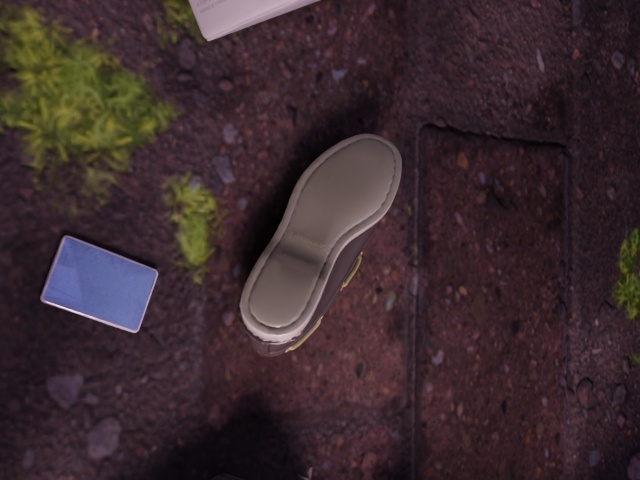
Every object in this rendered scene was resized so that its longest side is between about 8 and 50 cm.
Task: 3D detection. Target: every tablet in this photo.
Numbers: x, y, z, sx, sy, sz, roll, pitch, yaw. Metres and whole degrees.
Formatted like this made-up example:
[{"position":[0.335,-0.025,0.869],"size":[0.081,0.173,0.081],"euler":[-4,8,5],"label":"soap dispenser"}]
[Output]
[{"position":[-0.171,0.035,0.650],"size":[0.083,0.006,0.054],"euler":[25,75,-31],"label":"tablet"}]

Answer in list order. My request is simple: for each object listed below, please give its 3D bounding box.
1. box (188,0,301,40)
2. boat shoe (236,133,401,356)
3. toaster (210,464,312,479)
[{"position":[-0.035,-0.369,0.662],"size":[0.215,0.168,0.345],"euler":[-29,105,-32],"label":"box"},{"position":[0.000,0.000,0.738],"size":[0.081,0.069,0.228],"euler":[29,62,11],"label":"boat shoe"},{"position":[-0.065,0.290,0.653],"size":[0.185,0.110,0.168],"euler":[-36,110,-30],"label":"toaster"}]
